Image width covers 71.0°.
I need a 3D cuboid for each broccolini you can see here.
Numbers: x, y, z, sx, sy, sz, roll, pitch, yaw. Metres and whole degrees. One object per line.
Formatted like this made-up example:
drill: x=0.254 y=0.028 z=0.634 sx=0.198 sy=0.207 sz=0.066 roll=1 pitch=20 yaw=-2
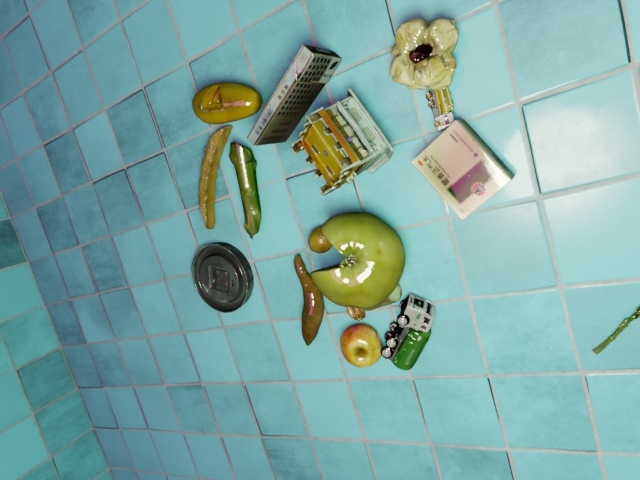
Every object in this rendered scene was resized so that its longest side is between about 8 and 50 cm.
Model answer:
broccolini: x=0.772 y=0.217 z=1.143 sx=0.044 sy=0.042 sz=0.218 roll=40 pitch=121 yaw=14

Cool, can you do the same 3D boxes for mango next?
mango: x=-0.304 y=-0.451 z=1.473 sx=0.261 sy=0.167 sz=0.130 roll=1 pitch=119 yaw=25

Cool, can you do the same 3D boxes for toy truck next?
toy truck: x=0.274 y=0.293 z=1.403 sx=0.124 sy=0.101 sz=0.243 roll=22 pitch=118 yaw=8
toy truck: x=0.326 y=-0.361 z=1.209 sx=0.062 sy=0.052 sz=0.123 roll=-15 pitch=96 yaw=25

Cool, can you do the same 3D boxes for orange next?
orange: x=0.000 y=0.000 z=1.478 sx=0.095 sy=0.085 sz=0.085 roll=-39 pitch=84 yaw=29

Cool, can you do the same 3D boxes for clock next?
clock: x=-0.380 y=0.142 z=1.745 sx=0.280 sy=0.055 sz=0.281 roll=8 pitch=108 yaw=26

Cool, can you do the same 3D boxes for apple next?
apple: x=0.134 y=0.345 z=1.488 sx=0.146 sy=0.146 sz=0.147 roll=9 pitch=109 yaw=27
apple: x=0.103 y=0.058 z=1.324 sx=0.291 sy=0.254 sz=0.292 roll=0 pitch=91 yaw=11

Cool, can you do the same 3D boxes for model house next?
model house: x=0.062 y=-0.281 z=1.283 sx=0.224 sy=0.215 sz=0.198 roll=55 pitch=153 yaw=5

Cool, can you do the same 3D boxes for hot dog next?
hot dog: x=0.119 y=0.231 z=1.508 sx=0.058 sy=0.035 sz=0.083 roll=-19 pitch=95 yaw=28

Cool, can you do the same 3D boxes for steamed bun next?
steamed bun: x=0.255 y=-0.487 z=1.157 sx=0.192 sy=0.106 sz=0.178 roll=16 pitch=95 yaw=33

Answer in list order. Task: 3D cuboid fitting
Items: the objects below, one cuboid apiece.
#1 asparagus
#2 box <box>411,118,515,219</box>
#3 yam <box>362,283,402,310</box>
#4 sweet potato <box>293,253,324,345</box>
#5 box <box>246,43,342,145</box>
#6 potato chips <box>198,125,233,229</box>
asparagus: x=-0.251 y=-0.176 z=1.566 sx=0.081 sy=0.085 sz=0.344 roll=-4 pitch=109 yaw=18
box: x=0.380 y=-0.191 z=1.206 sx=0.212 sy=0.095 sz=0.168 roll=50 pitch=124 yaw=7
yam: x=0.187 y=0.182 z=1.439 sx=0.146 sy=0.069 sz=0.070 roll=-24 pitch=92 yaw=31
sweet potato: x=-0.039 y=0.220 z=1.569 sx=0.108 sy=0.079 sz=0.347 roll=3 pitch=103 yaw=41
box: x=-0.080 y=-0.422 z=1.338 sx=0.047 sy=0.180 sz=0.325 roll=47 pitch=121 yaw=10
potato chips: x=-0.399 y=-0.231 z=1.643 sx=0.080 sy=0.057 sz=0.407 roll=27 pitch=116 yaw=23
